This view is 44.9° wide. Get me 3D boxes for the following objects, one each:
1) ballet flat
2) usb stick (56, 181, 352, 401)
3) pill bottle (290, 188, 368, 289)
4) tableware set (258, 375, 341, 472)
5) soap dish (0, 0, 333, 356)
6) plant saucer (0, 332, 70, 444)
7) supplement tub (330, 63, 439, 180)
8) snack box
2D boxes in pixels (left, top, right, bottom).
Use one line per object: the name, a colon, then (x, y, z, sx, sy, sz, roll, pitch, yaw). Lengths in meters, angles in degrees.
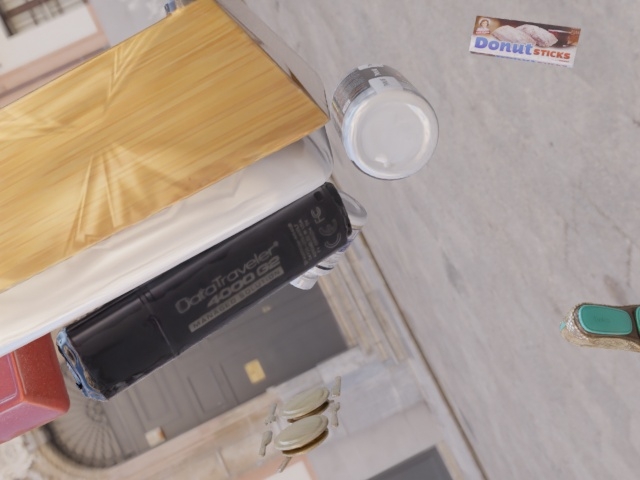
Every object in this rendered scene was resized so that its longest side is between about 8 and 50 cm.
ballet flat: (0.425, 0.125, 1.084, 0.067, 0.206, 0.073, 130, 149, -60)
usb stick: (-0.092, 0.038, 0.671, 0.045, 0.278, 0.077, 23, 140, 57)
pill bottle: (0.000, 0.000, 1.336, 0.094, 0.169, 0.094, 29, -156, -14)
tableware set: (-0.022, 0.277, 1.165, 0.194, 0.128, 0.039, -79, -35, -79)
soap dish: (-0.137, -0.047, 0.478, 0.118, 0.290, 0.229, 62, -173, -17)
plant saucer: (-0.471, 0.146, 1.005, 0.259, 0.258, 0.047, 68, -165, 16)
supplement tub: (0.124, -0.263, 1.639, 0.316, 0.193, 0.194, -106, -7, -65)
snack box: (0.351, -0.343, 1.332, 0.022, 0.178, 0.064, 1, -79, -73)
